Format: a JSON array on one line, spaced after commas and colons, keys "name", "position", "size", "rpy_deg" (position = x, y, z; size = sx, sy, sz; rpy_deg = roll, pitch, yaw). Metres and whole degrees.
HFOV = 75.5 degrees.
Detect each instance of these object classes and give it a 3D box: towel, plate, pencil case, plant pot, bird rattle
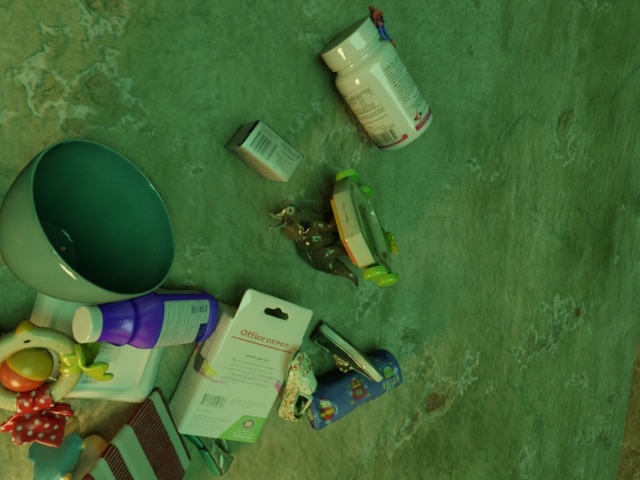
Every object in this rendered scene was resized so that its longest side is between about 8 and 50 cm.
[{"name": "towel", "position": [-0.394, 0.512, 0.863], "size": [0.037, 0.329, 0.236], "rpy_deg": [-9, 109, 14]}, {"name": "plate", "position": [-0.471, 0.220, 0.885], "size": [0.278, 0.045, 0.277], "rpy_deg": [17, 93, -30]}, {"name": "pencil case", "position": [0.079, 0.415, 1.166], "size": [0.306, 0.133, 0.119], "rpy_deg": [-18, 84, -24]}, {"name": "plant pot", "position": [-0.440, -0.008, 0.747], "size": [0.196, 0.290, 0.290], "rpy_deg": [-22, 116, 18]}, {"name": "bird rattle", "position": [-0.523, 0.252, 0.775], "size": [0.253, 0.143, 0.207], "rpy_deg": [-44, 123, 1]}]

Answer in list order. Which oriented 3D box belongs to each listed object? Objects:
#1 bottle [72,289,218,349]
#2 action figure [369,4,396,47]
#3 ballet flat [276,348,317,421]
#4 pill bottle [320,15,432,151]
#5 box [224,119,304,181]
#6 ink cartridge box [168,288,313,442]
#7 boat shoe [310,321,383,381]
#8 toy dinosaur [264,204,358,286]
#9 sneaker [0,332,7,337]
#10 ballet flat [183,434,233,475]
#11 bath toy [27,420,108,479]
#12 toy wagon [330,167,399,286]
[{"name": "bottle", "position": [-0.341, 0.160, 0.839], "size": [0.283, 0.092, 0.118], "rpy_deg": [9, 96, -56]}, {"name": "action figure", "position": [0.153, -0.538, 1.048], "size": [0.038, 0.030, 0.115], "rpy_deg": [-35, 110, -22]}, {"name": "ballet flat", "position": [-0.049, 0.363, 1.021], "size": [0.091, 0.077, 0.240], "rpy_deg": [-47, 157, -50]}, {"name": "pill bottle", "position": [0.137, -0.371, 1.000], "size": [0.160, 0.160, 0.283], "rpy_deg": [-47, 118, -11]}, {"name": "box", "position": [-0.126, -0.196, 0.916], "size": [0.126, 0.137, 0.072], "rpy_deg": [37, 82, -29]}, {"name": "ink cartridge box", "position": [-0.187, 0.284, 0.999], "size": [0.207, 0.119, 0.353], "rpy_deg": [26, 89, -32]}, {"name": "boat shoe", "position": [0.070, 0.316, 1.123], "size": [0.219, 0.078, 0.070], "rpy_deg": [39, 90, 13]}, {"name": "toy dinosaur", "position": [0.000, 0.000, 1.054], "size": [0.161, 0.121, 0.313], "rpy_deg": [-27, 123, 6]}, {"name": "sneaker", "position": [-0.710, 0.290, 0.733], "size": [0.127, 0.126, 0.321], "rpy_deg": [41, 70, -33]}, {"name": "ballet flat", "position": [-0.286, 0.500, 1.038], "size": [0.068, 0.072, 0.213], "rpy_deg": [-47, 122, -43]}, {"name": "bath toy", "position": [-0.486, 0.553, 0.904], "size": [0.129, 0.151, 0.347], "rpy_deg": [-12, 117, 13]}, {"name": "toy wagon", "position": [0.125, -0.016, 1.046], "size": [0.344, 0.068, 0.267], "rpy_deg": [31, 42, -64]}]
